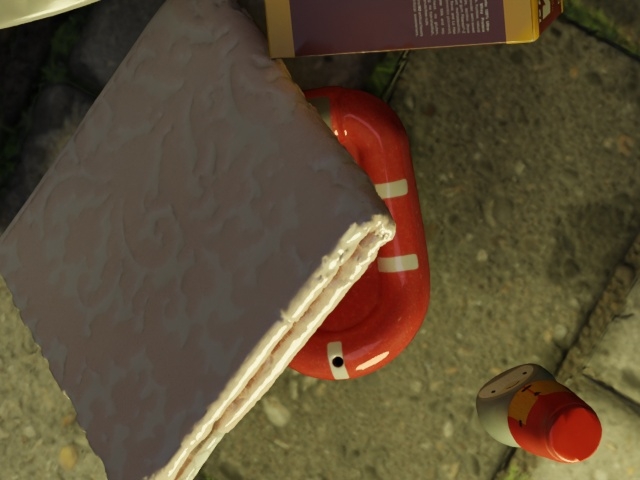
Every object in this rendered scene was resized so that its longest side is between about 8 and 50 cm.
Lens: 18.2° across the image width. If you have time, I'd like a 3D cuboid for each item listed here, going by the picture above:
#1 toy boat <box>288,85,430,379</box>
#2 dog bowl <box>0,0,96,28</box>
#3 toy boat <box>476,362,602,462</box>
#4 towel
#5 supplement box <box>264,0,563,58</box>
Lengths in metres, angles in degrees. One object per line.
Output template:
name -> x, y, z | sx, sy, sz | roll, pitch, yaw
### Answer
toy boat -> 0.000, 0.000, 1.573 | 0.151, 0.151, 0.231 | -8, 101, 14
dog bowl -> -0.241, -0.247, 1.482 | 0.349, 0.349, 0.102 | -6, 116, 14
toy boat -> 0.283, 0.152, 1.536 | 0.318, 0.148, 0.267 | 12, 93, -16
towel -> -0.108, -0.001, 1.549 | 0.317, 0.053, 0.332 | -53, 46, 19
supplement box -> 0.071, -0.216, 1.486 | 0.194, 0.191, 0.129 | -2, 102, 14
